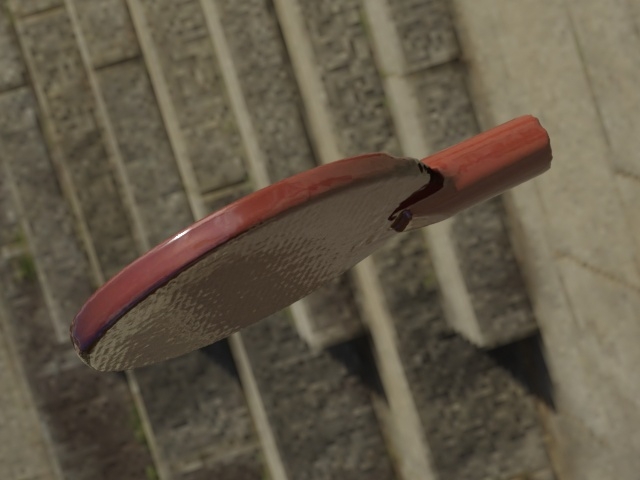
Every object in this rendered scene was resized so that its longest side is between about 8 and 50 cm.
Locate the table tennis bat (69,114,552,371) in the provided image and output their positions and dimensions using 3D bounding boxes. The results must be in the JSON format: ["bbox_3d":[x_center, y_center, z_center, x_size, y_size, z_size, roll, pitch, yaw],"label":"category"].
[{"bbox_3d":[0.000,0.000,0.995,0.038,0.310,0.200,60,157,13],"label":"table tennis bat"}]
